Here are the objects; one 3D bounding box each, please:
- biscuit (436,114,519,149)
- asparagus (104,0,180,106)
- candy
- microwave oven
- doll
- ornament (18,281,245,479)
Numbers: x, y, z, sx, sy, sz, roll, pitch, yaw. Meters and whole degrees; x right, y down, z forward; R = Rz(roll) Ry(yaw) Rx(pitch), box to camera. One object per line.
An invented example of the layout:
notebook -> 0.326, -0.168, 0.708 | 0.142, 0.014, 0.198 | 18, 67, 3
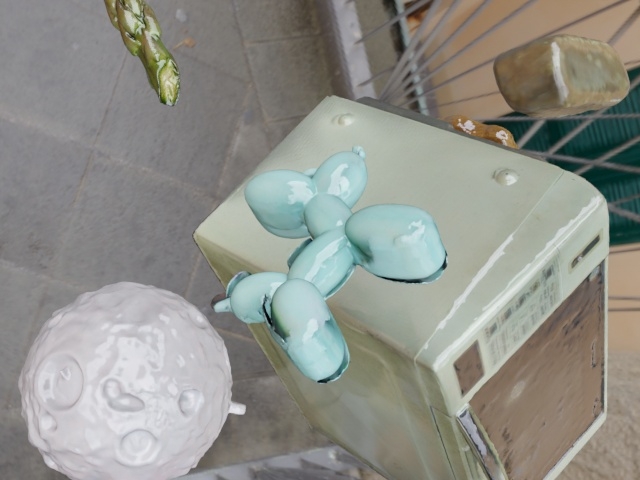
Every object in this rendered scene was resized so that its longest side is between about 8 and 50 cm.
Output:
biscuit -> 0.289, -0.122, 1.406 | 0.257, 0.273, 0.049 | 49, 66, -25
asparagus -> -0.319, -0.373, 1.351 | 0.080, 0.080, 0.287 | -28, 79, -27
candy -> 0.346, -0.231, 1.085 | 0.234, 0.104, 0.102 | -14, 93, -45
microwave oven -> 0.115, 0.087, 0.793 | 0.247, 0.333, 0.394 | -46, 141, -21
doll -> 0.000, 0.000, 0.502 | 0.159, 0.159, 0.059 | -48, 135, -18
ornament -> -0.313, 0.231, 1.228 | 0.337, 0.337, 0.336 | 3, 83, -27
